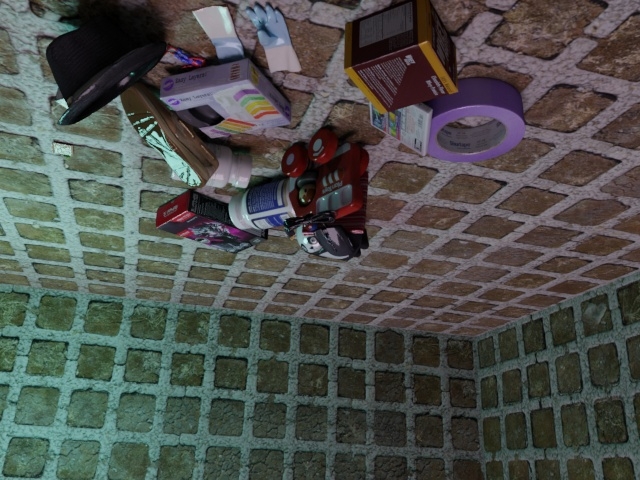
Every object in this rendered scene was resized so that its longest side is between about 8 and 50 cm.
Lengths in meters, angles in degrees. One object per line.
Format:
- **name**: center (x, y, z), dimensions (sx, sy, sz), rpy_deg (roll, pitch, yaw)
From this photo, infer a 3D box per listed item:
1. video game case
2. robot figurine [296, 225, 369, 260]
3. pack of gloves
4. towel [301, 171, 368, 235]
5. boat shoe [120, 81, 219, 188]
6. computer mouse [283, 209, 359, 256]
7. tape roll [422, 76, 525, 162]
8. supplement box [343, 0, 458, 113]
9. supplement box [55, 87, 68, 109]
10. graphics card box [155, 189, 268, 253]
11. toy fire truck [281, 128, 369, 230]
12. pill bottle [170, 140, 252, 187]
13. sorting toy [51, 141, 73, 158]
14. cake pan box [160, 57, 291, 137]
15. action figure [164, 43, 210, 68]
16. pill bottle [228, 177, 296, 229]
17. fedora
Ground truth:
- **video game case**: center (0.206, -0.321, 1.528), dimensions (0.183, 0.023, 0.201), rpy_deg (35, 166, 19)
- **robot figurine**: center (0.046, -0.016, 2.208), dimensions (0.278, 0.209, 0.173), rpy_deg (14, -170, -27)
- **pack of gloves**: center (-0.165, -0.448, 1.359), dimensions (0.195, 0.046, 0.232), rpy_deg (-3, 157, 11)
- **towel**: center (0.051, -0.118, 1.861), dimensions (0.199, 0.274, 0.031), rpy_deg (-3, 136, 12)
- **boat shoe**: center (-0.410, -0.301, 1.610), dimensions (0.122, 0.110, 0.341), rpy_deg (1, 136, 42)
- **computer mouse**: center (0.000, 0.000, 1.737), dimensions (0.184, 0.060, 0.262), rpy_deg (-8, 153, 20)
- **tape roll**: center (0.401, -0.315, 1.570), dimensions (0.275, 0.090, 0.274), rpy_deg (3, 157, 1)
- **supplement box**: center (0.183, -0.408, 1.312), dimensions (0.194, 0.129, 0.191), rpy_deg (-11, 154, 29)
- **supplement box**: center (-0.652, -0.384, 1.558), dimensions (0.083, 0.043, 0.055), rpy_deg (-8, 157, 24)
- **graphics card box**: center (-0.411, -0.062, 2.251), dimensions (0.371, 0.094, 0.233), rpy_deg (21, 151, -39)
- **toy fire truck**: center (0.007, -0.166, 1.749), dimensions (0.169, 0.253, 0.302), rpy_deg (21, 151, -37)
- **pill bottle**: center (-0.331, -0.230, 1.785), dimensions (0.229, 0.131, 0.131), rpy_deg (9, 156, -18)
- **sorting toy**: center (-0.814, -0.284, 1.853), dimensions (0.062, 0.012, 0.083), rpy_deg (5, 154, -19)
- **cake pan box**: center (-0.243, -0.360, 1.520), dimensions (0.267, 0.070, 0.246), rpy_deg (-5, 161, 20)
- **action figure**: center (-0.320, -0.438, 1.421), dimensions (0.115, 0.030, 0.038), rpy_deg (14, 150, -30)
- **pill bottle**: center (-0.172, -0.120, 2.009), dimensions (0.265, 0.153, 0.153), rpy_deg (-10, 155, 27)
- **fedora**: center (-0.506, -0.400, 1.317), dimensions (0.334, 0.334, 0.152), rpy_deg (-20, 114, 42)
